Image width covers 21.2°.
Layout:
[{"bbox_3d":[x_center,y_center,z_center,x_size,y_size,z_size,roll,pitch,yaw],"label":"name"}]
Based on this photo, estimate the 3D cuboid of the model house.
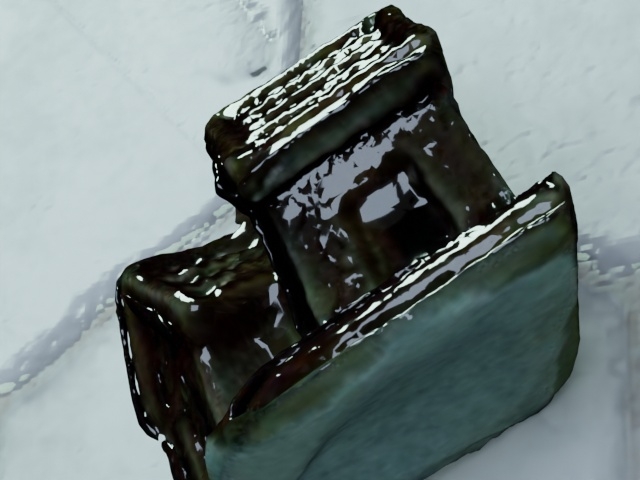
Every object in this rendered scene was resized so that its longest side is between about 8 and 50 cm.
[{"bbox_3d":[-0.006,0.004,0.532,0.165,0.106,0.152,-32,54,9],"label":"model house"}]
